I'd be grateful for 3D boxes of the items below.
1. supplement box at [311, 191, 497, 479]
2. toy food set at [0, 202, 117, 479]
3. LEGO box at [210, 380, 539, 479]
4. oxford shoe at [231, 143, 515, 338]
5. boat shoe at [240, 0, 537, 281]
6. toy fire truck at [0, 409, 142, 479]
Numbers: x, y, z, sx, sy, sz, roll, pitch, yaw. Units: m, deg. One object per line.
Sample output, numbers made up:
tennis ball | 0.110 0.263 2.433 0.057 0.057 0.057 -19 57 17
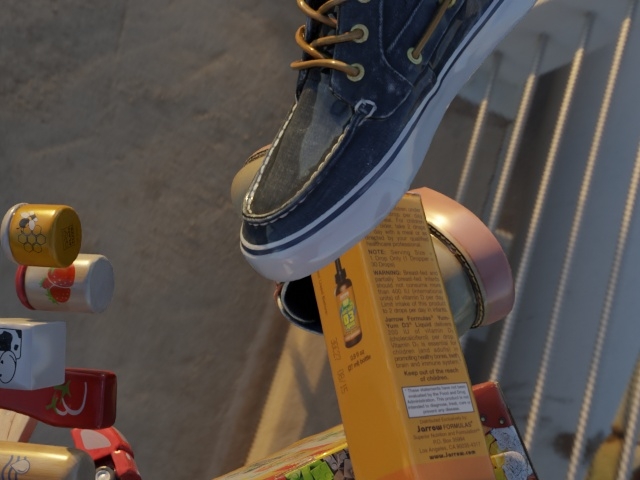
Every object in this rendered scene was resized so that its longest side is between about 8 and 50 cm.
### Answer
supplement box | 0.054 0.081 0.862 0.080 0.078 0.233 -1 68 -34
toy food set | -0.204 0.092 0.765 0.104 0.111 0.232 2 91 18
LEGO box | 0.006 0.368 1.558 0.372 0.500 0.193 -20 84 -25
oxford shoe | 0.000 0.000 1.100 0.146 0.397 0.140 -29 117 -23
boat shoe | 0.012 -0.077 0.453 0.183 0.065 0.083 -54 126 -15
toy fire truck | -0.252 0.180 0.949 0.192 0.047 0.135 -23 55 -10
